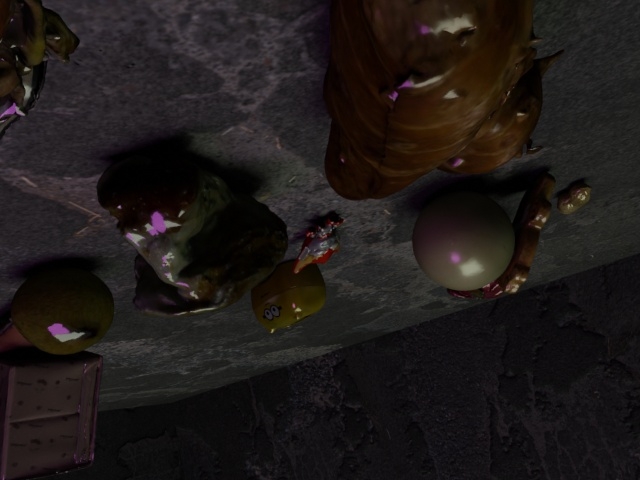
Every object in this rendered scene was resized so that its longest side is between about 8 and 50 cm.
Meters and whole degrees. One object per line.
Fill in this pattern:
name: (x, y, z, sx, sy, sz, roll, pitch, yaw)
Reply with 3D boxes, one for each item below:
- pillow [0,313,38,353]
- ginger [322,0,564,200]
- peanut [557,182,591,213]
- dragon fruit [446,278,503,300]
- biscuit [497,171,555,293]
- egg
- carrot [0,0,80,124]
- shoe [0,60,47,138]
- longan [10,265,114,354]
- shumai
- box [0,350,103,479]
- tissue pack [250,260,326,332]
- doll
pillow: (-0.544, 0.173, 1.239, 0.171, 0.075, 0.179, -27, 160, 35)
ginger: (0.116, -0.155, 0.577, 0.254, 0.176, 0.418, -22, 166, -2)
peanut: (0.552, -0.092, 1.385, 0.054, 0.054, 0.113, -11, 161, -13)
dragon fruit: (0.354, 0.037, 1.417, 0.218, 0.198, 0.273, 27, 172, 16)
biscuit: (0.389, -0.011, 1.225, 0.035, 0.248, 0.184, 20, 166, 4)
egg: (0.266, 0.000, 1.186, 0.186, 0.186, 0.242, -20, 174, 17)
carrot: (-0.246, -0.130, 0.272, 0.193, 0.214, 0.331, -23, 165, 30)
shoe: (-0.304, -0.114, 0.531, 0.194, 0.074, 0.077, -30, 147, 35)
longan: (-0.425, 0.109, 1.043, 0.176, 0.145, 0.154, 21, 156, 32)
shumai: (-0.165, -0.036, 0.838, 0.222, 0.203, 0.272, -13, -161, 1)
box: (-0.610, 0.331, 1.293, 0.297, 0.225, 0.190, 1, 176, 43)
tissue pack: (-0.071, 0.128, 1.424, 0.123, 0.127, 0.178, -4, 161, -40)
doll: (0.000, 0.000, 1.195, 0.109, 0.057, 0.169, -27, 153, -20)
